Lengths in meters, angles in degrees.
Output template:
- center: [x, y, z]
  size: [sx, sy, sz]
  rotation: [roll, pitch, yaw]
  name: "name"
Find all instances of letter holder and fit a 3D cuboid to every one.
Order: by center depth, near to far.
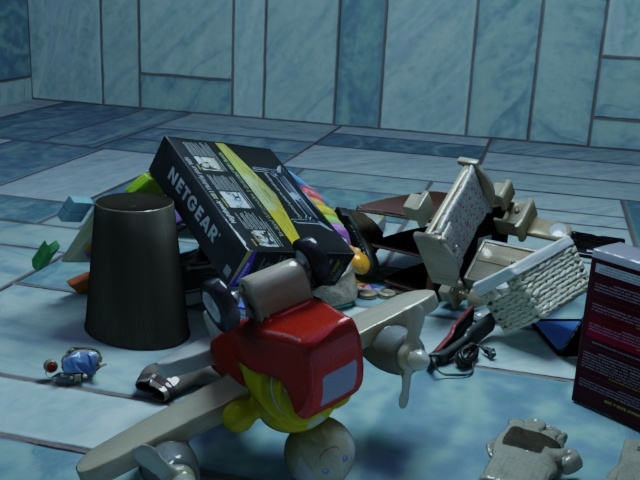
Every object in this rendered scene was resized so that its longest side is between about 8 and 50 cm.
- center: [0.226, -0.006, 1.798]
  size: [0.215, 0.151, 0.302]
  rotation: [14, 17, 36]
  name: "letter holder"

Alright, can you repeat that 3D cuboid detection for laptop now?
- center: [0.511, 0.123, 1.461]
  size: [0.234, 0.264, 0.136]
  rotation: [0, 54, -7]
  name: "laptop"

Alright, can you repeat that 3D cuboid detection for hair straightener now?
- center: [0.244, 0.167, 1.426]
  size: [0.089, 0.047, 0.230]
  rotation: [12, 19, 29]
  name: "hair straightener"

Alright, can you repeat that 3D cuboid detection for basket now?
- center: [-0.309, 0.043, 1.446]
  size: [0.204, 0.226, 0.154]
  rotation: [15, 21, 36]
  name: "basket"
- center: [0.367, 0.077, 1.486]
  size: [0.167, 0.103, 0.113]
  rotation: [-22, -9, -35]
  name: "basket"

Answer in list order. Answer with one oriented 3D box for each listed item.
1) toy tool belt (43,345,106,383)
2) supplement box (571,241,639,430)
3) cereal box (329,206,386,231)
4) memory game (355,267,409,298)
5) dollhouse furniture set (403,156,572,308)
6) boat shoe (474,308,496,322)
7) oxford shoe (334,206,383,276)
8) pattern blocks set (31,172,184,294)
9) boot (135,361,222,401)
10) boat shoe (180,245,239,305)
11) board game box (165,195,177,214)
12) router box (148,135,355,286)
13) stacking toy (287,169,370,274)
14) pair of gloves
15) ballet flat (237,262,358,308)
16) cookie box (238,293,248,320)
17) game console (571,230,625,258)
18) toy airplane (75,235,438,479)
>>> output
- center: [-0.361, 0.184, 1.277]
  size: [0.083, 0.052, 0.051]
  rotation: [-7, 11, -26]
  name: "toy tool belt"
- center: [0.444, 0.136, 1.232]
  size: [0.073, 0.239, 0.130]
  rotation: [-9, 21, -38]
  name: "supplement box"
- center: [0.045, -0.024, 2.024]
  size: [0.173, 0.047, 0.240]
  rotation: [8, 19, 15]
  name: "cereal box"
- center: [0.096, 0.082, 1.746]
  size: [0.186, 0.012, 0.186]
  rotation: [3, 17, -1]
  name: "memory game"
- center: [0.335, -0.043, 1.589]
  size: [0.174, 0.355, 0.303]
  rotation: [13, 59, 34]
  name: "dollhouse furniture set"
- center: [0.326, 0.129, 1.586]
  size: [0.100, 0.035, 0.035]
  rotation: [0, 17, -10]
  name: "boat shoe"
- center: [0.095, -0.002, 1.819]
  size: [0.096, 0.082, 0.227]
  rotation: [6, 32, -15]
  name: "oxford shoe"
- center: [-0.363, -0.008, 1.573]
  size: [0.325, 0.285, 0.026]
  rotation: [-11, 52, -51]
  name: "pattern blocks set"
- center: [-0.205, 0.205, 1.259]
  size: [0.119, 0.042, 0.087]
  rotation: [8, 24, 22]
  name: "boot"
- center: [-0.197, 0.039, 1.686]
  size: [0.108, 0.102, 0.301]
  rotation: [15, 21, 34]
  name: "boat shoe"
- center: [-0.218, -0.069, 2.052]
  size: [0.306, 0.053, 0.193]
  rotation: [10, 16, -6]
  name: "board game box"
- center: [-0.120, -0.051, 1.496]
  size: [0.243, 0.081, 0.309]
  rotation: [3, 39, -44]
  name: "router box"
- center: [0.000, 0.000, 1.750]
  size: [0.175, 0.165, 0.302]
  rotation: [35, 0, -44]
  name: "stacking toy"
- center: [0.320, 0.287, 1.060]
  size: [0.240, 0.042, 0.204]
  rotation: [10, 15, 16]
  name: "pair of gloves"
- center: [-0.061, 0.086, 1.549]
  size: [0.316, 0.106, 0.108]
  rotation: [-14, 25, -42]
  name: "ballet flat"
- center: [-0.113, 0.137, 1.367]
  size: [0.040, 0.107, 0.092]
  rotation: [8, 18, 18]
  name: "cookie box"
- center: [0.643, 0.023, 2.025]
  size: [0.122, 0.071, 0.107]
  rotation: [9, 48, 23]
  name: "game console"
- center: [-0.056, 0.180, 1.071]
  size: [0.386, 0.272, 0.384]
  rotation: [-30, -6, 21]
  name: "toy airplane"
